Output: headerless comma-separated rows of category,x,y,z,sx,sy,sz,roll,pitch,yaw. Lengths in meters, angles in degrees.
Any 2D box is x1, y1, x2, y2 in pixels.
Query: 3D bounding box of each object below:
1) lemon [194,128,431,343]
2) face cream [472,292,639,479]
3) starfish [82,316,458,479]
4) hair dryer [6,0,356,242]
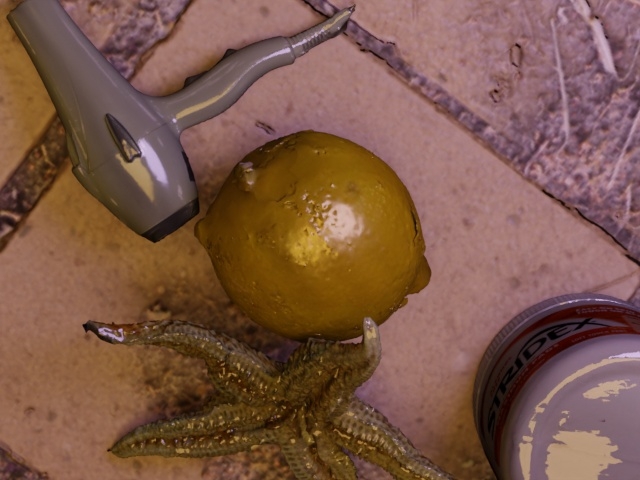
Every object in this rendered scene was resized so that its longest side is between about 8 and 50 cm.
lemon,0.000,0.000,1.655,0.206,0.173,0.173,28,99,-19
face cream,0.240,0.160,1.698,0.201,0.187,0.201,-1,102,-4
starfish,-0.027,0.164,1.702,0.347,0.078,0.358,0,140,18
hair dryer,-0.137,-0.162,1.672,0.229,0.092,0.267,39,82,-5
